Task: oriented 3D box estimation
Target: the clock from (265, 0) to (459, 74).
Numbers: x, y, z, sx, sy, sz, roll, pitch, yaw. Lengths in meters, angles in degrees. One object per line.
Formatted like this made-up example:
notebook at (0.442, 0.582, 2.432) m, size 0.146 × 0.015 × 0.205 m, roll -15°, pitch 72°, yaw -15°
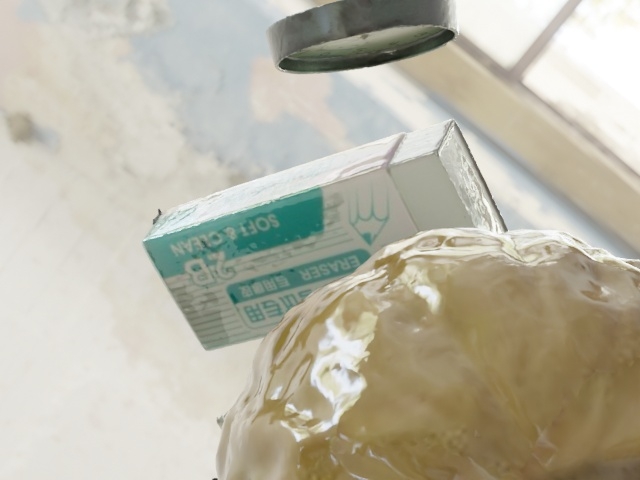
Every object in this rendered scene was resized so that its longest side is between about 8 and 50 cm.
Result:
clock at (0.048, -0.227, 1.723) m, size 0.215 × 0.215 × 0.042 m, roll -3°, pitch -98°, yaw -56°

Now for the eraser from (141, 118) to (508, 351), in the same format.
eraser at (0.000, 0.000, 1.000) m, size 0.096 × 0.225 × 0.052 m, roll 62°, pitch -149°, yaw -21°

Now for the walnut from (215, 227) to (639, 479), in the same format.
walnut at (0.065, 0.110, 0.576) m, size 0.257 × 0.257 × 0.225 m, roll -12°, pitch -110°, yaw -60°

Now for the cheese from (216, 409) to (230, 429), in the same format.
cheese at (-0.057, 0.283, 1.830) m, size 0.192 × 0.037 × 0.097 m, roll 57°, pitch 176°, yaw 12°

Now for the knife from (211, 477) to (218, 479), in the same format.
knife at (-0.096, 0.351, 1.770) m, size 0.010 × 0.023 × 0.170 m, roll 157°, pitch 100°, yaw -78°
